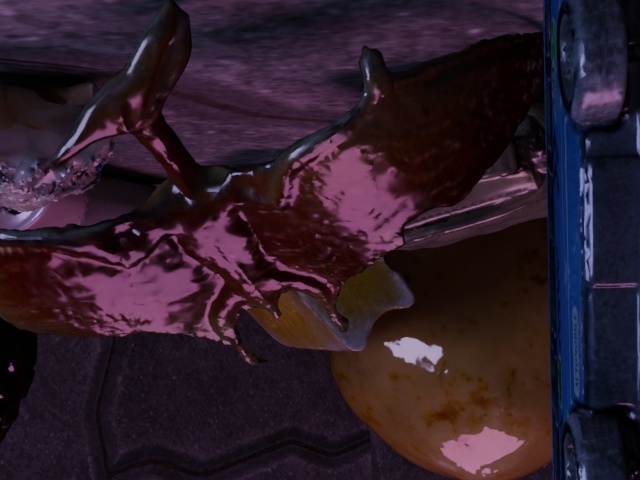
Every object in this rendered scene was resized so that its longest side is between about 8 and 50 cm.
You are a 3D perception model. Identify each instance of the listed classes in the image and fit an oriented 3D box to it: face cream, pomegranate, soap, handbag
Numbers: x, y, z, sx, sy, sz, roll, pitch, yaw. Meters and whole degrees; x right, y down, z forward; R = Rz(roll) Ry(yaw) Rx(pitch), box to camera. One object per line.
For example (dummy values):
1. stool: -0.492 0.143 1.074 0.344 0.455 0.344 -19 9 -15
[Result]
1. face cream: -0.215 -0.025 1.060 0.107 0.073 0.269 -8 175 19
2. pomegranate: 0.181 0.114 1.297 0.342 0.342 0.342 -2 176 0
3. soap: -0.027 0.020 1.094 0.089 0.173 0.274 -41 -174 -14
4. handbag: 0.140 -0.049 0.725 0.219 0.079 0.256 -7 -177 29

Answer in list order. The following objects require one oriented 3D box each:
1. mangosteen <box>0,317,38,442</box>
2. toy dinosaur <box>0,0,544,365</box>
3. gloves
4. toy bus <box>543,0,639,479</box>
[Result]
1. mangosteen: -0.437 0.103 1.164 0.330 0.330 0.330 -2 176 0
2. toy dinosaur: -0.058 -0.022 0.595 0.206 0.113 0.327 32 126 -25
3. gloves: -0.190 -0.050 0.680 0.114 0.070 0.153 0 176 -34
4. toy bus: 0.136 0.004 0.422 0.113 0.246 0.134 -3 -172 3
